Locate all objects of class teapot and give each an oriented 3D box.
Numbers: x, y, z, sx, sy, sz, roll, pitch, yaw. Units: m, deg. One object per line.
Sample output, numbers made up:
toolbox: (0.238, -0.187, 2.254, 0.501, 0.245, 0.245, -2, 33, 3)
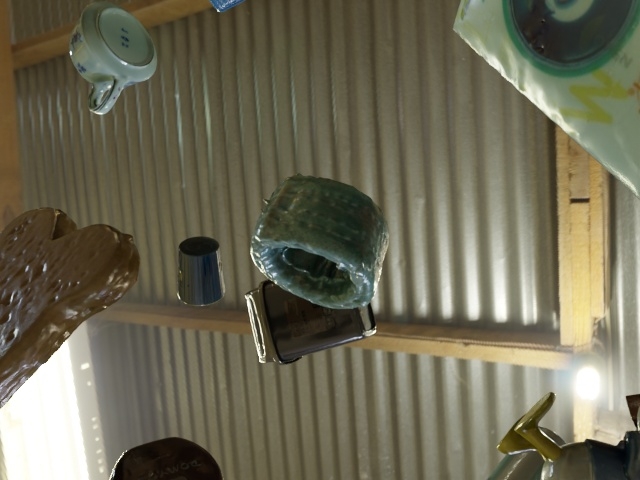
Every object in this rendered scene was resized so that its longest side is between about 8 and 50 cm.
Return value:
teapot: (-0.412, -0.352, 1.056, 0.159, 0.159, 0.231, -20, -111, 32)

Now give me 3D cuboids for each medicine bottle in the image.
medicine bottle: (0.384, 0.534, 1.130, 0.110, 0.352, 0.110, 34, -37, 31)

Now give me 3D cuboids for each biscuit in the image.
biscuit: (-0.434, 0.130, 0.722, 0.368, 0.076, 0.394, 13, -119, 42)

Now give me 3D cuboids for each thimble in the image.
thimble: (0.000, 0.000, 0.901, 0.235, 0.143, 0.198, 36, -36, -24)

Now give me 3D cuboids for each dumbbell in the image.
dumbbell: (-0.217, 0.374, 0.704, 0.124, 0.141, 0.225, 40, -61, 37)

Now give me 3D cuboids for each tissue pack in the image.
tissue pack: (0.348, -0.274, 0.639, 0.388, 0.162, 0.287, 58, -24, 31)

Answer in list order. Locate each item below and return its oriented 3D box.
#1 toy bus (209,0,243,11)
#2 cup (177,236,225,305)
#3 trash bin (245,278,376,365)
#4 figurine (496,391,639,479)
toy bus: (-0.119, -0.550, 1.056, 0.247, 0.113, 0.134, -18, -133, 18)
cup: (-0.336, 0.070, 1.529, 0.176, 0.131, 0.155, -123, -148, -53)
trash bin: (-0.031, 0.177, 1.318, 0.291, 0.182, 0.209, -16, -100, 18)
figurine: (0.508, 0.374, 0.892, 0.284, 0.204, 0.338, -38, -117, -6)
